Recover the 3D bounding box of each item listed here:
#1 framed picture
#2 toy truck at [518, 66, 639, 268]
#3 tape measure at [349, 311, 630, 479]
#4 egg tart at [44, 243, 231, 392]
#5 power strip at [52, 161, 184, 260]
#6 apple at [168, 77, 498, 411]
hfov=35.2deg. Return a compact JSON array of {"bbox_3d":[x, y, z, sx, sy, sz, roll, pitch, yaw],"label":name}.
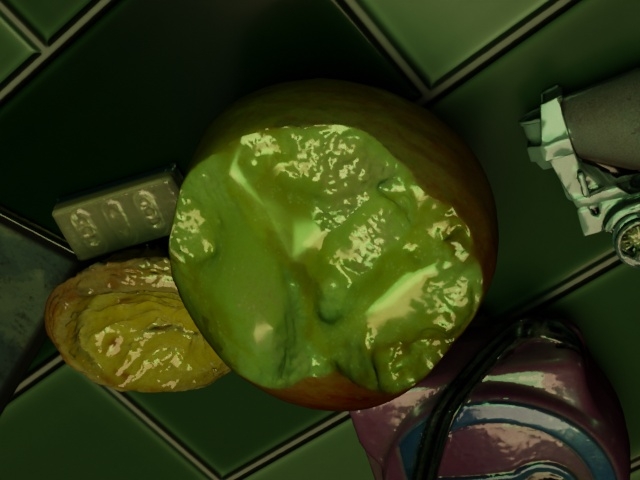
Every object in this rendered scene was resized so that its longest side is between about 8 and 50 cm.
[{"bbox_3d":[-0.419,0.023,0.948,0.347,0.016,0.265,30,120,-13],"label":"framed picture"},{"bbox_3d":[0.291,-0.079,0.758,0.256,0.108,0.140,-18,105,20],"label":"toy truck"},{"bbox_3d":[0.157,0.174,0.912,0.231,0.149,0.245,-9,114,15],"label":"tape measure"},{"bbox_3d":[-0.151,0.065,0.897,0.191,0.074,0.191,-1,138,-1],"label":"egg tart"},{"bbox_3d":[-0.168,-0.025,0.880,0.123,0.032,0.056,-16,121,15],"label":"power strip"},{"bbox_3d":[0.000,0.000,0.753,0.226,0.246,0.246,28,121,-6],"label":"apple"}]
